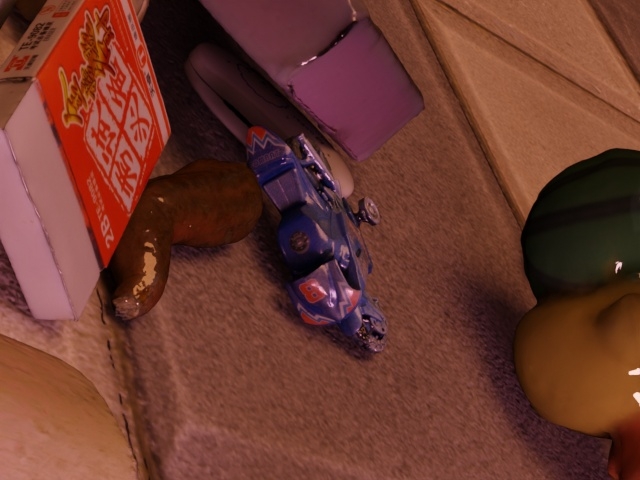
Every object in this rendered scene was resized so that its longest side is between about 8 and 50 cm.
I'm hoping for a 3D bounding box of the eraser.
[{"bbox_3d":[-0.166,-0.076,1.001,0.230,0.038,0.157,-72,155,-50],"label":"eraser"}]

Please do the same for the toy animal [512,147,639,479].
[{"bbox_3d":[0.274,0.079,1.372,0.216,0.191,0.338,47,37,-66],"label":"toy animal"}]

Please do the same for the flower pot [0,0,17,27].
[{"bbox_3d":[-0.277,-0.218,0.927,0.290,0.259,0.290,36,27,-22],"label":"flower pot"}]

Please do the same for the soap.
[{"bbox_3d":[-0.046,-0.226,1.323,0.285,0.107,0.296,48,4,18],"label":"soap"}]

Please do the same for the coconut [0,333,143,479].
[{"bbox_3d":[-0.197,0.121,0.617,0.234,0.224,0.224,30,30,-34],"label":"coconut"}]

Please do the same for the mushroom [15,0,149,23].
[{"bbox_3d":[-0.203,-0.227,1.214,0.148,0.112,0.148,-24,90,-90],"label":"mushroom"}]

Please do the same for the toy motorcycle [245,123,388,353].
[{"bbox_3d":[0.000,0.000,1.225,0.114,0.076,0.205,7,60,-62],"label":"toy motorcycle"}]

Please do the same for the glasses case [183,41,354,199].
[{"bbox_3d":[-0.046,-0.105,1.341,0.197,0.049,0.076,44,21,-6],"label":"glasses case"}]

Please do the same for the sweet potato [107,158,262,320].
[{"bbox_3d":[-0.109,-0.014,1.113,0.081,0.062,0.233,47,29,1],"label":"sweet potato"}]
